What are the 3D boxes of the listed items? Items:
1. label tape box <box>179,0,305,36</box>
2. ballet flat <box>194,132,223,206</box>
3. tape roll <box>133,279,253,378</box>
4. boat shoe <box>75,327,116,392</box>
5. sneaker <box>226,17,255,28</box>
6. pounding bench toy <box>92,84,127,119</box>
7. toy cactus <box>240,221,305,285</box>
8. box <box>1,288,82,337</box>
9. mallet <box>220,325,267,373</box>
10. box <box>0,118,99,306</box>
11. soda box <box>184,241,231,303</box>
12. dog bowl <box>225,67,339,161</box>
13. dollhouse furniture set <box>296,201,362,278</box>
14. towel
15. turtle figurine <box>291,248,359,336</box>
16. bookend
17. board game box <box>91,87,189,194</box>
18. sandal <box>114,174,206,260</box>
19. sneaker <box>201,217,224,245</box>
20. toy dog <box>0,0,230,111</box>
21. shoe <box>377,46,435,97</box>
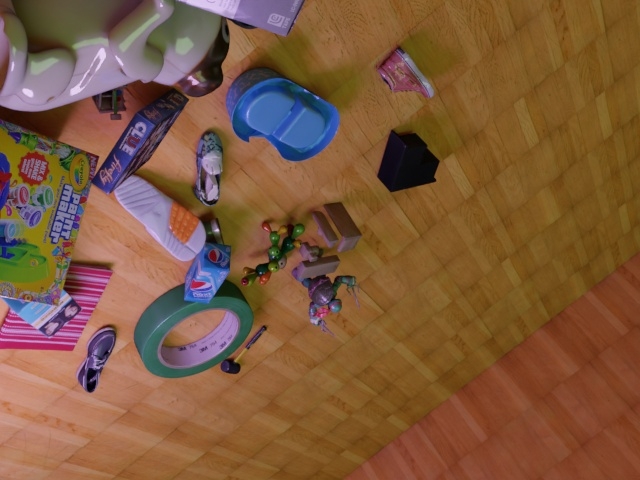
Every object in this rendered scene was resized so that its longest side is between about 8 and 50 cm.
[{"bbox_3d":[-0.179,-0.465,1.122,0.334,0.240,0.106,14,146,-16],"label":"label tape box"},{"bbox_3d":[-0.244,-0.154,1.726,0.070,0.070,0.188,-16,140,-25],"label":"ballet flat"},{"bbox_3d":[-0.342,0.241,2.089,0.321,0.077,0.321,-22,142,-18],"label":"tape roll"},{"bbox_3d":[-0.573,0.312,1.988,0.075,0.065,0.206,4,129,-42],"label":"boat shoe"},{"bbox_3d":[-0.084,-0.507,1.383,0.104,0.147,0.296,18,117,-47],"label":"sneaker"},{"bbox_3d":[-0.393,-0.274,1.448,0.052,0.083,0.065,-12,139,-29],"label":"pounding bench toy"},{"bbox_3d":[-0.127,0.041,2.025,0.219,0.112,0.180,-56,170,-8],"label":"toy cactus"},{"bbox_3d":[-0.590,0.133,1.634,0.100,0.060,0.244,-44,170,-16],"label":"box"},{"bbox_3d":[-0.233,0.330,2.319,0.062,0.039,0.189,14,118,-51],"label":"mallet"},{"bbox_3d":[-0.587,-0.059,1.349,0.279,0.177,0.290,19,82,-50],"label":"box"},{"bbox_3d":[-0.278,0.081,1.877,0.067,0.071,0.210,9,151,-19],"label":"soda box"},{"bbox_3d":[-0.087,-0.282,1.701,0.297,0.074,0.166,18,119,-49],"label":"dog bowl"},{"bbox_3d":[0.000,0.000,2.066,0.144,0.123,0.151,-10,144,-32],"label":"dollhouse furniture set"},{"bbox_3d":[-0.627,0.158,1.799,0.199,0.031,0.275,10,123,-43],"label":"towel"},{"bbox_3d":[0.016,0.139,2.128,0.175,0.234,0.118,-37,145,2],"label":"turtle figurine"},{"bbox_3d":[0.249,-0.222,2.046,0.156,0.072,0.157,-15,139,-28],"label":"bookend"},{"bbox_3d":[-0.341,-0.196,1.477,0.042,0.243,0.165,36,111,-8],"label":"board game box"},{"bbox_3d":[-0.364,-0.063,1.736,0.102,0.076,0.265,-47,124,-8],"label":"sandal"},{"bbox_3d":[-0.281,0.016,1.901,0.086,0.064,0.192,-13,146,-6],"label":"sneaker"},{"bbox_3d":[-0.341,-0.335,1.264,0.408,0.284,0.395,-12,151,-29],"label":"toy dog"},{"bbox_3d":[0.204,-0.382,1.839,0.081,0.063,0.178,-41,139,9],"label":"shoe"}]
